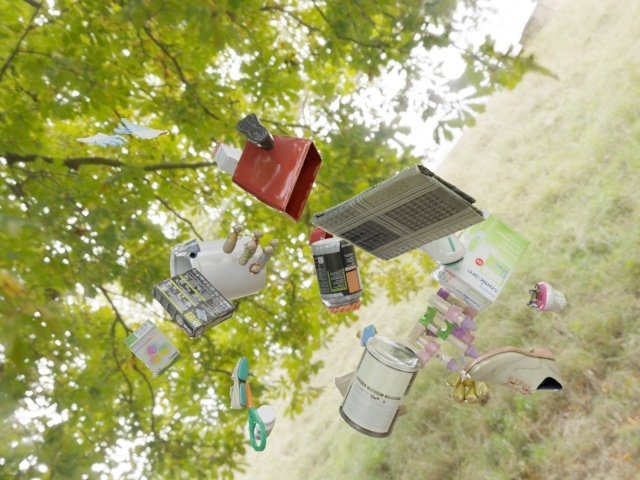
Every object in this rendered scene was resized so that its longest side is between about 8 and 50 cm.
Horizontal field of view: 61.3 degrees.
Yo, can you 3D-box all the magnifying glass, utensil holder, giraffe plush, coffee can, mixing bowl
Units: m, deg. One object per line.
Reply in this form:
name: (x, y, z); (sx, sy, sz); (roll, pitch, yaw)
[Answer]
magnifying glass: (-0.215, 0.561, 1.726); (0.026, 0.231, 0.092); (3, -47, -31)
utensil holder: (-0.508, 0.150, 2.701); (0.385, 0.328, 0.328); (-10, -45, -34)
giraffe plush: (0.669, 0.613, 2.399); (0.170, 0.181, 0.211); (21, -114, -59)
coffee can: (0.204, 0.499, 1.853); (0.201, 0.201, 0.276); (-10, -56, -64)
mixing bowl: (0.000, 0.000, 2.757); (0.181, 0.098, 0.182); (2, -90, -74)

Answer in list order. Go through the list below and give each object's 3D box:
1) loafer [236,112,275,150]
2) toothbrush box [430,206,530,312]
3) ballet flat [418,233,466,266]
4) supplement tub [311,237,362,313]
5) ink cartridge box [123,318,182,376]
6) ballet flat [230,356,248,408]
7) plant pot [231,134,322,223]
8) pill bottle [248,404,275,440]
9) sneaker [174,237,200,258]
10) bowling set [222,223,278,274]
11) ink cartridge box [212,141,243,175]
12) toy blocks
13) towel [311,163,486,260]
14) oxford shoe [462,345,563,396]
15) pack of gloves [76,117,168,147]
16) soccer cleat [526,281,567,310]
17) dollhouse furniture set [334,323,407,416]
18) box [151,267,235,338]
loafer: (-0.212, -0.347, 1.772); (0.080, 0.220, 0.078); (-35, -50, 0)
toothbrush box: (0.538, 0.062, 1.817); (0.283, 0.206, 0.122); (-49, -9, -24)
ballet flat: (0.355, -0.028, 1.809); (0.139, 0.139, 0.400); (-57, 19, 3)
supplement tub: (0.076, 0.149, 2.371); (0.193, 0.193, 0.316); (-17, -82, -61)
ink cartridge box: (-0.557, 0.379, 1.836); (0.109, 0.062, 0.209); (-43, -55, -21)
ballet flat: (-0.266, 0.455, 1.732); (0.057, 0.052, 0.168); (47, -146, -48)
plant pot: (-0.163, -0.241, 1.953); (0.267, 0.235, 0.267); (39, -107, -79)
pill bottle: (-0.255, 0.799, 2.380); (0.108, 0.108, 0.180); (-40, -20, -38)
sneaker: (-0.455, 0.041, 1.856); (0.052, 0.058, 0.135); (-31, 3, -42)
bowling set: (-0.290, 0.053, 2.508); (0.286, 0.200, 0.154); (12, -64, -38)
ink cartridge box: (-0.374, -0.337, 2.290); (0.127, 0.175, 0.072); (22, -71, -31)
toy blocks: (0.501, 0.339, 2.017); (0.309, 0.260, 0.289); (-19, -39, -60)
towel: (0.191, -0.062, 1.299); (0.324, 0.056, 0.312); (-25, -35, 36)
oxford shoe: (0.684, 0.464, 1.880); (0.396, 0.147, 0.141); (1, -45, -20)
pack of gloves: (-0.614, -0.336, 1.654); (0.195, 0.232, 0.046); (-26, -59, -38)
soccer cleat: (0.924, 0.231, 2.166); (0.331, 0.143, 0.116); (23, -104, -75)
dollhouse furniture set: (0.202, 0.558, 2.264); (0.198, 0.287, 0.303); (-26, 18, 12)
box: (-0.515, 0.247, 2.192); (0.216, 0.270, 0.060); (-27, -30, -46)
